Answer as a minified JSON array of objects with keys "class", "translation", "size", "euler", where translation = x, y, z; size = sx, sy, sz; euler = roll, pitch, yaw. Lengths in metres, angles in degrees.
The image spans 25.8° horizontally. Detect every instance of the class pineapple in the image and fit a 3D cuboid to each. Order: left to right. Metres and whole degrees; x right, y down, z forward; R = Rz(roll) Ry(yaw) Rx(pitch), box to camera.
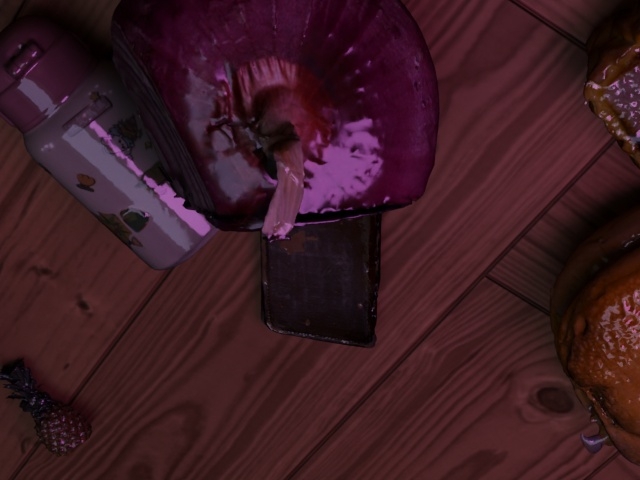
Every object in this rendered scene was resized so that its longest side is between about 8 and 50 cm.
[{"class":"pineapple","translation":[-0.305,0.177,1.525],"size":[0.058,0.058,0.124],"euler":[-32,101,29]}]

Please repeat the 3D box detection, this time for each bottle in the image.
[{"class":"bottle","translation":[-0.196,-0.094,1.256],"size":[0.120,0.120,0.253],"euler":[-33,113,29]}]

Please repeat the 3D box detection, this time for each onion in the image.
[{"class":"onion","translation":[-0.034,-0.136,1.127],"size":[0.272,0.256,0.231],"euler":[4,103,52]}]

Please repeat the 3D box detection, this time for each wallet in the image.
[{"class":"wallet","translation":[0.000,0.000,1.344],"size":[0.121,0.031,0.232],"euler":[8,125,10]}]

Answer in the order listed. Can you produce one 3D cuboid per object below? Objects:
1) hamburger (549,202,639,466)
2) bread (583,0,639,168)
[{"class":"hamburger","translation":[0.358,0.089,1.256],"size":[0.314,0.170,0.290],"euler":[-22,116,25]},{"class":"bread","translation":[0.325,-0.148,1.133],"size":[0.181,0.096,0.222],"euler":[40,125,-18]}]
